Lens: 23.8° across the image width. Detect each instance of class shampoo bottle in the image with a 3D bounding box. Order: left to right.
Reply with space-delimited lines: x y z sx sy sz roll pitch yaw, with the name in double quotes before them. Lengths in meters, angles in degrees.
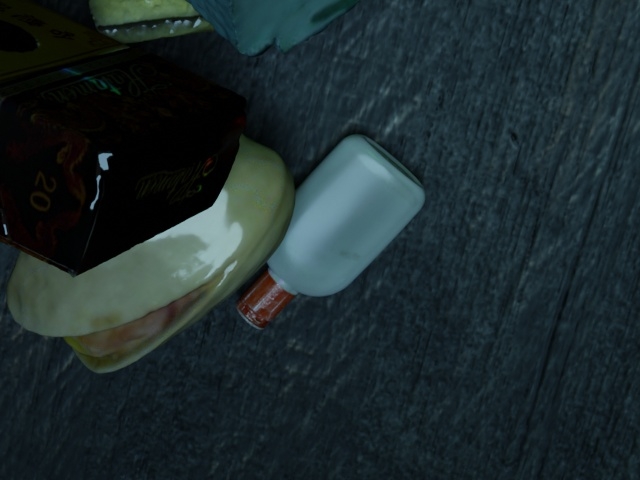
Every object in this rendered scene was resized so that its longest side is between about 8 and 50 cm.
"shampoo bottle" 0.000 0.000 1.529 0.108 0.051 0.221 39 105 -15

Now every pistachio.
"pistachio" -0.156 0.005 1.464 0.299 0.187 0.187 -40 104 13

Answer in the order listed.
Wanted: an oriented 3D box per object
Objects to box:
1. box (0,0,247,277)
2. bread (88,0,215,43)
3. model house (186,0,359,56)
"box" -0.296 -0.129 1.273 0.415 0.264 0.116 25 110 14
"bread" -0.079 -0.254 1.418 0.266 0.178 0.142 -8 141 6
"model house" -0.071 -0.366 1.293 0.295 0.329 0.252 -38 151 -16
